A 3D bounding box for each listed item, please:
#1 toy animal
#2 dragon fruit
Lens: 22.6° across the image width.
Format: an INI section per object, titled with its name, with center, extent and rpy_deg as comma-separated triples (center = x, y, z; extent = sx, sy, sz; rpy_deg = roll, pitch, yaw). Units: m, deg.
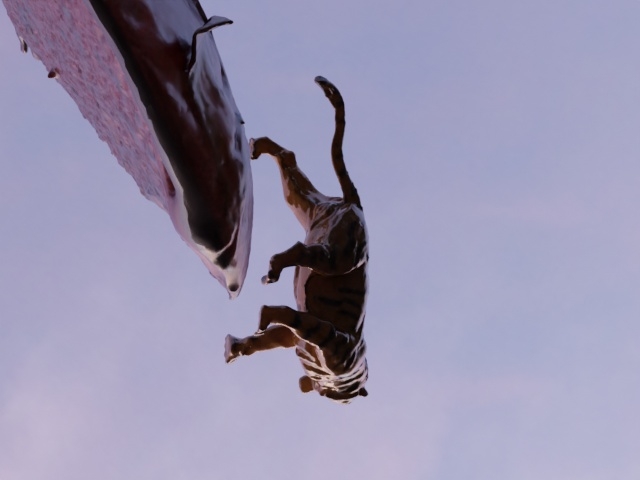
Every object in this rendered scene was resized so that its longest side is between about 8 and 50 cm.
[toy animal]
center = 0.002, 0.002, 1.234
extent = 0.116, 0.114, 0.255
rpy_deg = 5, -85, -18
[dragon fruit]
center = -0.130, -0.146, 1.015
extent = 0.100, 0.343, 0.282
rpy_deg = -33, -32, -9
